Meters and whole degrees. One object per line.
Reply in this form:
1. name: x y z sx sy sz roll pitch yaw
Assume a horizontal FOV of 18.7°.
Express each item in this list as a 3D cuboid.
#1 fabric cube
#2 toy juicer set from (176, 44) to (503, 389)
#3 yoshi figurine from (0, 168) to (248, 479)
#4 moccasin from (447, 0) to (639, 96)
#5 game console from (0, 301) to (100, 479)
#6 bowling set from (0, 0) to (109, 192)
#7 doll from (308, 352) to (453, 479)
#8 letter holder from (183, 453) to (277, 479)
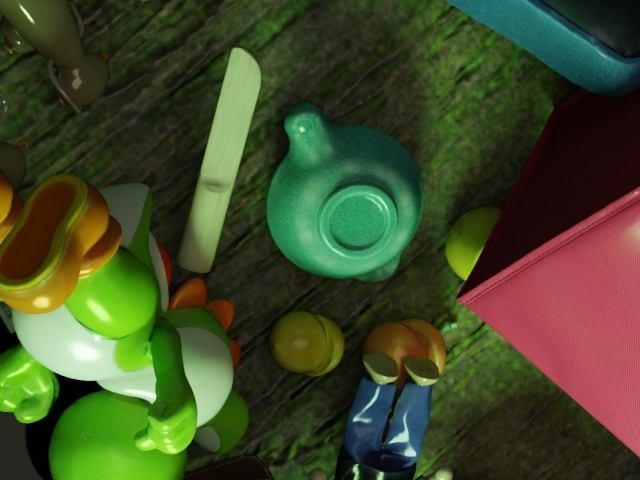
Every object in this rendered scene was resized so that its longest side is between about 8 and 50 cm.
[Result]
1. fabric cube: 0.314 0.001 1.549 0.258 0.254 0.259 41 51 -13
2. toy juicer set: 0.000 0.000 1.619 0.329 0.089 0.209 32 100 -21
3. yoshi figurine: -0.175 0.102 1.469 0.203 0.203 0.362 -25 141 10
4. moccasin: 0.144 -0.250 1.580 0.342 0.138 0.117 40 76 10
5. game console: -0.390 0.096 1.559 0.342 0.060 0.386 -31 101 -14
6. bowling set: -0.258 -0.170 1.525 0.287 0.200 0.154 -49 127 -30
7. doll: 0.052 0.188 1.631 0.129 0.046 0.189 6 114 -22
8. letter holder: -0.145 0.292 1.534 0.302 0.152 0.214 -26 70 -9
